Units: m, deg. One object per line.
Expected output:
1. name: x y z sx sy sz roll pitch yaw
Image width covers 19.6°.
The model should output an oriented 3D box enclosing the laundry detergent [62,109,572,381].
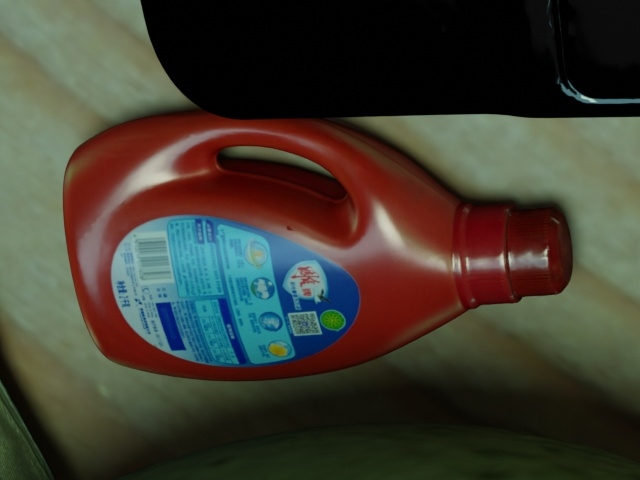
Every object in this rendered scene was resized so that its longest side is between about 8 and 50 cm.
1. laundry detergent: 0.000 0.000 0.615 0.165 0.049 0.097 -3 116 17

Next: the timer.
1. timer: 0.029 -0.101 0.537 0.187 0.055 0.144 0 121 19

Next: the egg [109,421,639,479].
1. egg: 0.007 0.227 0.570 0.428 0.345 0.345 3 121 26

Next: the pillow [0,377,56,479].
1. pillow: -0.173 0.043 0.704 0.130 0.033 0.218 -6 118 20
